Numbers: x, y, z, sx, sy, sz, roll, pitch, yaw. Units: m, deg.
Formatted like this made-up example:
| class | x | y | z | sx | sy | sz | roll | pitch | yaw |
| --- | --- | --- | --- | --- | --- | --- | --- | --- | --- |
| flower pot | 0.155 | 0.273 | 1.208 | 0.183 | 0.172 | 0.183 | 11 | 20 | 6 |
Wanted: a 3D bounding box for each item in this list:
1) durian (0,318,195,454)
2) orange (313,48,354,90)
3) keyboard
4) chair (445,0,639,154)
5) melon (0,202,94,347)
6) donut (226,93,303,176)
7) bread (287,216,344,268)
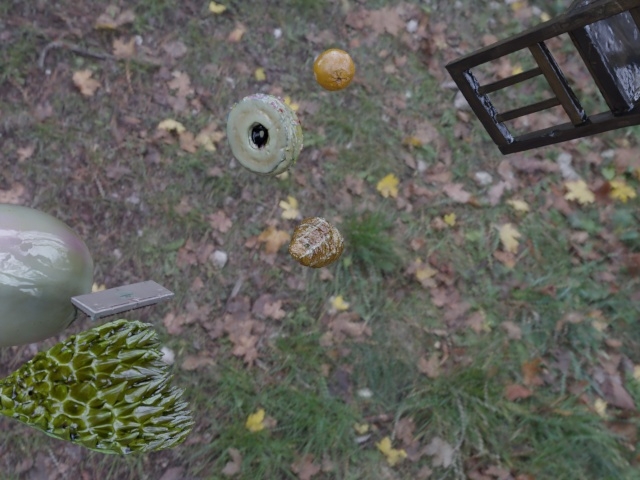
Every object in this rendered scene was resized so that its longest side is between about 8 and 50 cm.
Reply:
| class | x | y | z | sx | sy | sz | roll | pitch | yaw |
| --- | --- | --- | --- | --- | --- | --- | --- | --- | --- |
| durian | -0.273 | 0.209 | 0.996 | 0.198 | 0.394 | 0.163 | -24 | 79 | -1 |
| orange | 0.026 | -0.333 | 1.553 | 0.083 | 0.083 | 0.070 | 13 | 43 | -19 |
| keyboard | -0.285 | 0.087 | 1.154 | 0.055 | 0.017 | 0.166 | 26 | 18 | 25 |
| chair | 0.421 | -0.285 | 1.098 | 0.240 | 0.416 | 0.203 | -48 | 111 | -26 |
| melon | -0.493 | 0.053 | 1.202 | 0.317 | 0.223 | 0.223 | 9 | 44 | -51 |
| donut | -0.108 | -0.212 | 1.584 | 0.174 | 0.175 | 0.068 | 43 | 33 | 13 |
| bread | 0.000 | 0.000 | 1.615 | 0.105 | 0.076 | 0.233 | 60 | 16 | 7 |
